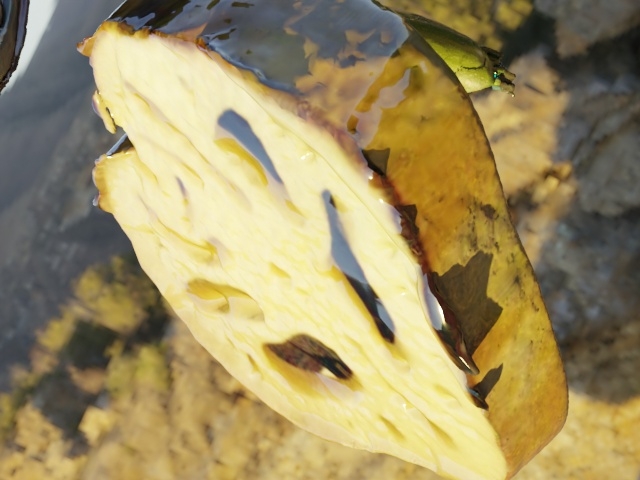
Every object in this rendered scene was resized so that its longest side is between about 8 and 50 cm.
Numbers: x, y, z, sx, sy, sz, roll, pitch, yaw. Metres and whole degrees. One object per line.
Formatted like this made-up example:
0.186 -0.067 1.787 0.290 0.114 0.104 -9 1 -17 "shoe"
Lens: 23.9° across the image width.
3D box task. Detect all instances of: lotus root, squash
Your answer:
0.000 0.000 0.949 0.111 0.375 0.390 -37 -11 -24 "lotus root"
0.055 -0.181 1.415 0.087 0.331 0.087 -13 74 52 "squash"

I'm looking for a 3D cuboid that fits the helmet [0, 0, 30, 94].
-0.354 -0.199 0.973 0.197 0.338 0.271 -30 16 22 "helmet"
